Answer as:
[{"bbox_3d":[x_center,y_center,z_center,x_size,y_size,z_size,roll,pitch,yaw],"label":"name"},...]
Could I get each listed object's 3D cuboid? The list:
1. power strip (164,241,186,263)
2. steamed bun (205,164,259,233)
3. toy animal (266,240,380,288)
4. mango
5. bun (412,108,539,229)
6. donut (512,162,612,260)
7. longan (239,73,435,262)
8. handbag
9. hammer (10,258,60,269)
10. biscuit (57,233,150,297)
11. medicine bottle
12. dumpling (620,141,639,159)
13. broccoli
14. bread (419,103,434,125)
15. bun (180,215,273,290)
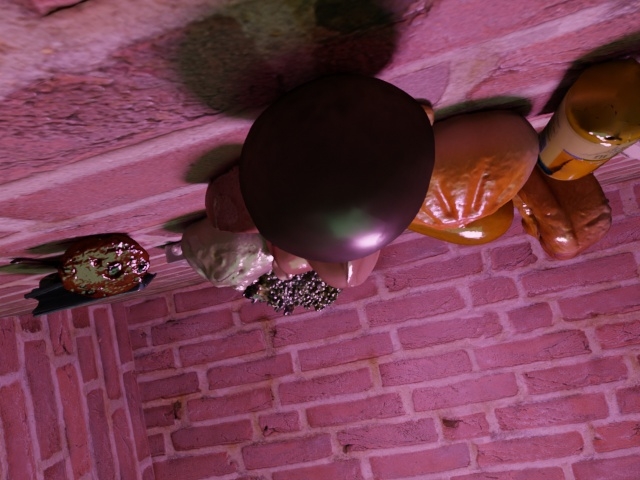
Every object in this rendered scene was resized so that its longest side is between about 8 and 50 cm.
[{"bbox_3d":[-0.389,0.042,1.323,0.098,0.058,0.338,-12,174,0],"label":"power strip"},{"bbox_3d":[-0.094,-0.071,0.678,0.145,0.106,0.175,-15,-169,-42],"label":"steamed bun"},{"bbox_3d":[-0.004,-0.002,0.825,0.256,0.195,0.213,18,171,29],"label":"toy animal"},{"bbox_3d":[0.309,-0.080,1.047,0.317,0.173,0.211,5,-173,-2],"label":"mango"},{"bbox_3d":[0.238,-0.103,0.767,0.299,0.165,0.299,-11,174,-1],"label":"bun"},{"bbox_3d":[0.556,-0.092,1.023,0.150,0.299,0.317,-28,-165,16],"label":"donut"},{"bbox_3d":[0.012,-0.069,0.450,0.196,0.197,0.220,-9,175,-34],"label":"longan"},{"bbox_3d":[-0.597,0.102,1.136,0.274,0.100,0.269,-14,-174,-12],"label":"handbag"},{"bbox_3d":[-0.661,0.052,1.017,0.065,0.021,0.178,-14,172,5],"label":"hammer"},{"bbox_3d":[-0.481,0.062,0.952,0.192,0.049,0.192,-21,141,-18],"label":"biscuit"},{"bbox_3d":[0.411,-0.174,0.640,0.124,0.124,0.239,-14,172,14],"label":"medicine bottle"},{"bbox_3d":[0.581,-0.194,0.648,0.260,0.181,0.341,10,-164,24],"label":"dumpling"},{"bbox_3d":[-0.076,0.090,1.291,0.334,0.324,0.272,-5,-172,-10],"label":"broccoli"},{"bbox_3d":[0.110,-0.161,0.601,0.110,0.024,0.110,-13,175,-1],"label":"bread"},{"bbox_3d":[-0.185,0.027,1.019,0.283,0.179,0.283,-16,174,-2],"label":"bun"}]
